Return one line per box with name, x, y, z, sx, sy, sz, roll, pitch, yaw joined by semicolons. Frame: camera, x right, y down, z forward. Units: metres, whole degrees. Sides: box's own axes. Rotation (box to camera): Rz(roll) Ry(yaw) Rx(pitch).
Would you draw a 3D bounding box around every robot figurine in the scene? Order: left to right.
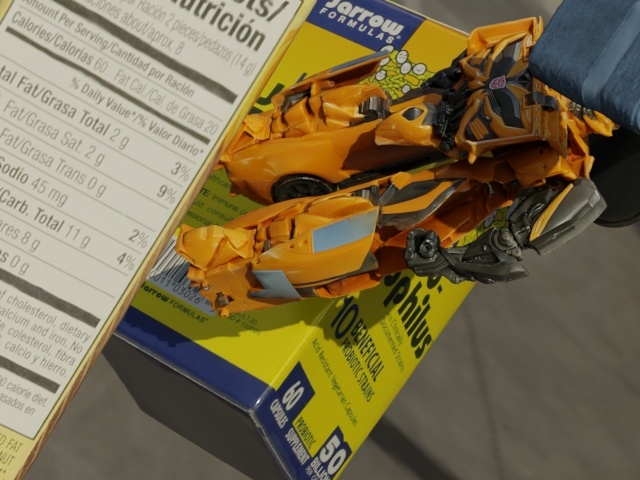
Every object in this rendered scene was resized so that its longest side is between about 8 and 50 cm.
robot figurine;0.053;-0.051;1.144;0.085;0.291;0.211;50;33;-40

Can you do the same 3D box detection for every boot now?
boot;0.236;-0.101;1.232;0.094;0.246;0.207;37;21;8

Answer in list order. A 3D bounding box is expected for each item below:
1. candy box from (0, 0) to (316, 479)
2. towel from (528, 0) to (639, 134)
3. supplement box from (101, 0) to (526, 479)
candy box;-0.130;0.011;0.620;0.088;0.316;0.183;28;11;-18
towel;0.161;-0.095;0.935;0.029;0.067;0.119;33;3;-35
supplement box;0.000;0.000;1.437;0.195;0.356;0.194;27;-20;28
